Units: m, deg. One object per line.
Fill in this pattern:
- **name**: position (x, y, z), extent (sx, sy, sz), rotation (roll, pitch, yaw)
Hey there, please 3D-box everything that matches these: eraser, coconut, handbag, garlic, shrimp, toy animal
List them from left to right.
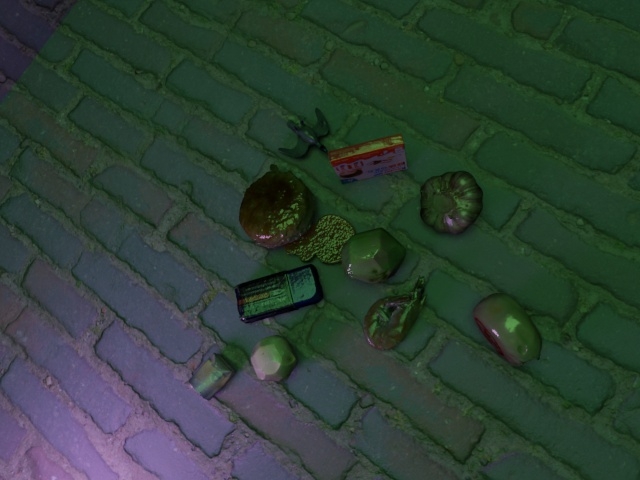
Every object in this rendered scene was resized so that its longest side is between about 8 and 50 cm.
- **handbag**: position (-0.422, 0.528, 1.954), extent (0.117, 0.095, 0.173), rotation (40, 80, 24)
- **coconut**: position (-0.169, 0.443, 1.880), extent (0.161, 0.161, 0.162), rotation (-27, 64, 5)
- **eraser**: position (-0.163, 0.207, 1.960), extent (0.332, 0.101, 0.155), rotation (-17, 75, 9)
- **toy animal**: position (-0.058, -0.423, 2.102), extent (0.239, 0.176, 0.255), rotation (-41, 38, -2)
- **coconut**: position (0.196, 0.058, 1.860), extent (0.235, 0.236, 0.205), rotation (-8, 41, 11)
- **shrimp**: position (0.273, 0.253, 1.867), extent (0.168, 0.077, 0.317), rotation (32, 89, 20)
- **garlic**: position (0.484, -0.143, 1.870), extent (0.245, 0.160, 0.245), rotation (9, 103, 41)

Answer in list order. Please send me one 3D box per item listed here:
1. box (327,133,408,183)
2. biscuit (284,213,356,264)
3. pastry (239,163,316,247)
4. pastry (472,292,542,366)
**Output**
- **box**: position (0.185, -0.299, 1.917), extent (0.273, 0.265, 0.048), rotation (-13, 76, 10)
- **biscuit**: position (0.000, 0.000, 2.003), extent (0.288, 0.044, 0.202), rotation (-8, 74, 12)
- **pastry**: position (-0.165, -0.125, 2.000), extent (0.329, 0.136, 0.330), rotation (-8, 63, 17)
- **pastry**: position (0.616, 0.294, 1.692), extent (0.133, 0.265, 0.265), rotation (-37, 72, 0)
